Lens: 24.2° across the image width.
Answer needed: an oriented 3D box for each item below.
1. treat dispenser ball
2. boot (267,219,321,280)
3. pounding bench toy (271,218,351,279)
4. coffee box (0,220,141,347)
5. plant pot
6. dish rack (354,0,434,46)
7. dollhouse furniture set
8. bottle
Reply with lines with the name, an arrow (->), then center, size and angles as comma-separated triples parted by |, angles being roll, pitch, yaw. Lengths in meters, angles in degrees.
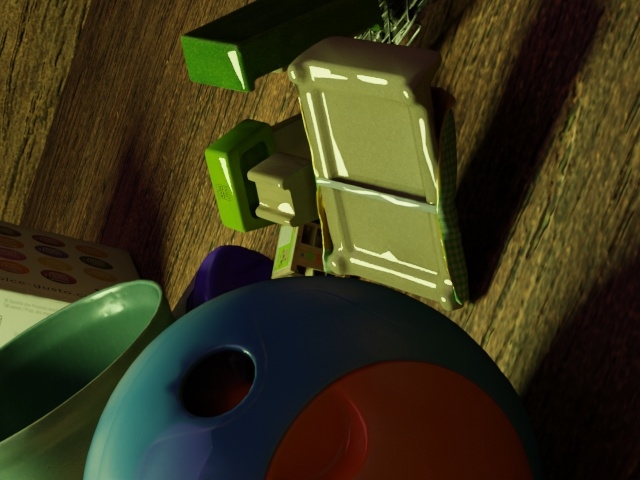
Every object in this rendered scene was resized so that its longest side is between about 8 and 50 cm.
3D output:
treat dispenser ball -> -0.004, 0.165, 0.931 | 0.288, 0.288, 0.288 | -165, 90, -71
boot -> -0.016, 0.023, 1.447 | 0.121, 0.045, 0.099 | -123, 53, -66
pounding bench toy -> 0.000, 0.000, 1.380 | 0.052, 0.065, 0.083 | 155, 128, -67
coffee box -> -0.455, 0.176, 2.102 | 0.334, 0.338, 0.338 | -130, 56, -68
plant pot -> -0.230, 0.203, 1.477 | 0.293, 0.196, 0.293 | -28, 17, 10
dish rack -> 0.077, -0.270, 1.364 | 0.208, 0.074, 0.271 | 132, 145, -56
dollhouse furniture set -> 0.046, -0.089, 1.225 | 0.301, 0.151, 0.197 | 18, 128, 48
bottle -> -0.132, 0.122, 1.616 | 0.283, 0.092, 0.118 | 126, 157, -46
